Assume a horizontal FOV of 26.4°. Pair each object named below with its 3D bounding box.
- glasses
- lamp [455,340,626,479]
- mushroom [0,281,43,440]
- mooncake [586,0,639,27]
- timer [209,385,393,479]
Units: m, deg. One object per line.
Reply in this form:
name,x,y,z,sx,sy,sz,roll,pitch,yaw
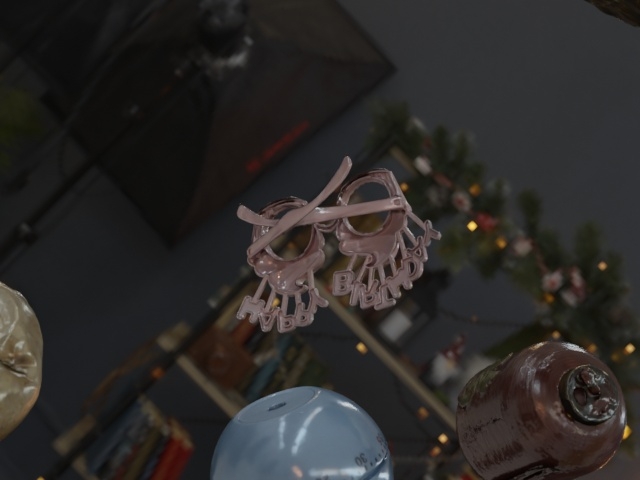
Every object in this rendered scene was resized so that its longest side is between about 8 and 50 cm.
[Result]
glasses,0.004,0.007,1.466,0.095,0.255,0.162,17,58,-58
lamp,0.266,0.220,1.661,0.180,0.180,0.258,45,-30,-3
mushroom,-0.486,0.122,1.720,0.292,0.292,0.290,47,-37,32
mooncake,0.294,-0.335,1.306,0.290,0.161,0.290,42,-1,1
timer,-0.014,0.253,1.163,0.175,0.175,0.255,31,56,-77
